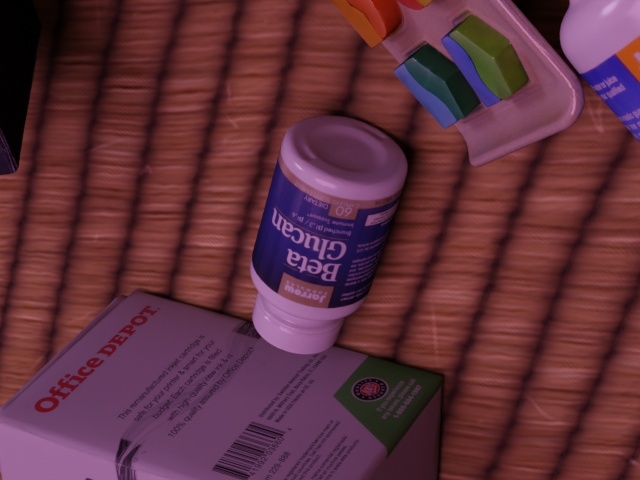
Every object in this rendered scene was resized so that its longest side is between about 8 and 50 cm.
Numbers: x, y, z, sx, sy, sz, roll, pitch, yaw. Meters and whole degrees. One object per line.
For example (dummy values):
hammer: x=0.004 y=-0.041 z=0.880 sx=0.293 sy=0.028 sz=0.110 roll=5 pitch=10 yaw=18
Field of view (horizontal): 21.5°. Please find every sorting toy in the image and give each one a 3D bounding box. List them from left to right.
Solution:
sorting toy: x=0.070 y=-0.143 z=1.111 sx=0.208 sy=0.038 sz=0.193 roll=53 pitch=164 yaw=-4

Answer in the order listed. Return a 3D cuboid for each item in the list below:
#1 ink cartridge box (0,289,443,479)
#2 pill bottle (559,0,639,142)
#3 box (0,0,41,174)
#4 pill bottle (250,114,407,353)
ink cartridge box: x=-0.076 y=0.167 z=1.324 sx=0.289 sy=0.211 sz=0.121 roll=15 pitch=124 yaw=23
pill bottle: x=0.242 y=-0.118 z=1.018 sx=0.272 sy=0.152 sz=0.152 roll=48 pitch=129 yaw=-4
box: x=-0.402 y=-0.205 z=1.191 sx=0.313 sy=0.179 sz=0.343 roll=-7 pitch=135 yaw=6
pill bottle: x=0.000 y=0.000 z=1.258 sx=0.094 sy=0.094 sz=0.169 roll=26 pitch=126 yaw=14
